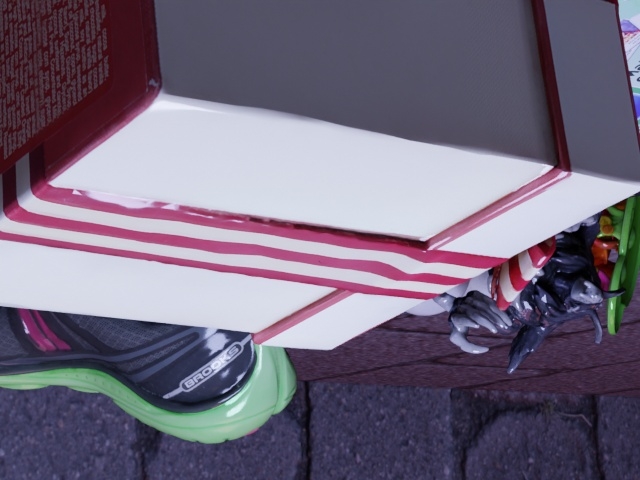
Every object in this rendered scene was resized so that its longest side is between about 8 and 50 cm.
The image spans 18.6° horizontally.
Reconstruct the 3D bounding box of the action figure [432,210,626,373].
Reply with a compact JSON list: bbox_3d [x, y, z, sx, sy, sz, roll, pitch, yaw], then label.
[{"bbox_3d":[0.137,0.007,1.504,0.276,0.164,0.141,28,-177,-19],"label":"action figure"}]

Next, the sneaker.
[{"bbox_3d":[-0.232,0.050,1.946,0.483,0.202,0.185,10,-154,27],"label":"sneaker"}]

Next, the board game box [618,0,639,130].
[{"bbox_3d":[0.144,-0.120,1.034,0.213,0.046,0.317,7,148,-36],"label":"board game box"}]

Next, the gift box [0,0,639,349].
[{"bbox_3d":[-0.031,-0.100,0.844,0.258,0.255,0.276,8,161,-33],"label":"gift box"}]

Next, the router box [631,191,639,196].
[{"bbox_3d":[0.256,-0.077,1.543,0.133,0.046,0.179,-6,165,31],"label":"router box"}]

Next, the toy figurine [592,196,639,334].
[{"bbox_3d":[0.200,0.002,1.749,0.159,0.173,0.130,7,138,15],"label":"toy figurine"}]

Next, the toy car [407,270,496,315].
[{"bbox_3d":[0.116,-0.026,1.632,0.182,0.159,0.136,5,133,-31],"label":"toy car"}]
